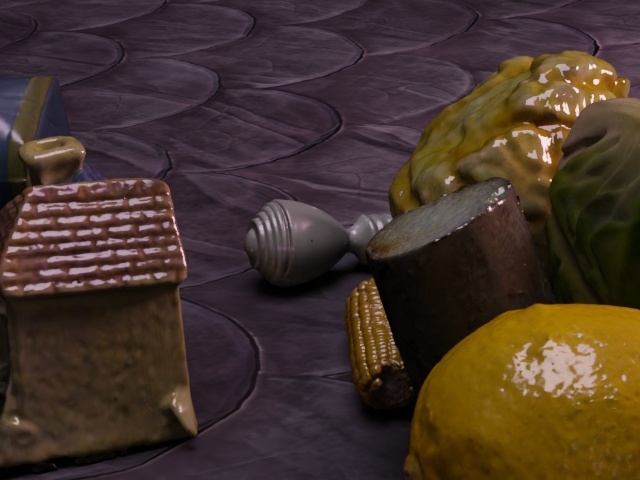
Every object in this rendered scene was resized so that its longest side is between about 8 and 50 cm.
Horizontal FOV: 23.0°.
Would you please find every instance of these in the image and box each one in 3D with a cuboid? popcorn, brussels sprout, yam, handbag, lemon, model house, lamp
[{"bbox_3d":[0.214,-0.072,1.813,0.292,0.293,0.334,3,4,12],"label":"popcorn"},{"bbox_3d":[0.363,0.006,1.513,0.281,0.289,0.354,-14,45,-32],"label":"brussels sprout"},{"bbox_3d":[0.147,0.083,1.471,0.161,0.268,0.161,-18,22,7],"label":"yam"},{"bbox_3d":[-0.432,-0.071,1.922,0.241,0.263,0.222,1,48,5],"label":"handbag"},{"bbox_3d":[0.206,0.163,1.279,0.288,0.233,0.233,-5,21,-12],"label":"lemon"},{"bbox_3d":[-0.273,0.049,1.597,0.261,0.266,0.321,-6,21,-18],"label":"model house"},{"bbox_3d":[0.000,0.000,1.901,0.193,0.106,0.106,-4,20,-22],"label":"lamp"}]

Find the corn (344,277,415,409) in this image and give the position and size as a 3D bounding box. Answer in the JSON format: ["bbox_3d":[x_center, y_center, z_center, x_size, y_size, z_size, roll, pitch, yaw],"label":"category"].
[{"bbox_3d":[0.066,0.104,1.649,0.080,0.080,0.238,-4,22,-2],"label":"corn"}]
